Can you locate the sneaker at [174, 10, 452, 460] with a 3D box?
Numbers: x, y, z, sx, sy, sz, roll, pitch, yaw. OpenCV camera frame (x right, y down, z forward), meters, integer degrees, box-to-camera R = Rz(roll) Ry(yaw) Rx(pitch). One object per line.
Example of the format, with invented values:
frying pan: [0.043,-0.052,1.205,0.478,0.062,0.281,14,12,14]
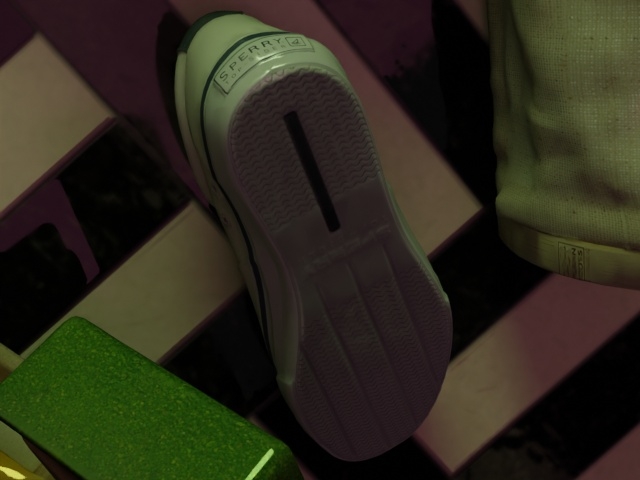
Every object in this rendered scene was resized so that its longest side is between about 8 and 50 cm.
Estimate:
sneaker: [0.000,0.000,0.571,0.094,0.091,0.258,-23,130,-11]

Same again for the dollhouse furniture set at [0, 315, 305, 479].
dollhouse furniture set: [-0.162,0.116,0.422,0.197,0.301,0.151,-49,144,-22]

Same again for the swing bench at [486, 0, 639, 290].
swing bench: [0.208,-0.123,0.540,0.254,0.165,0.253,-10,107,-9]
